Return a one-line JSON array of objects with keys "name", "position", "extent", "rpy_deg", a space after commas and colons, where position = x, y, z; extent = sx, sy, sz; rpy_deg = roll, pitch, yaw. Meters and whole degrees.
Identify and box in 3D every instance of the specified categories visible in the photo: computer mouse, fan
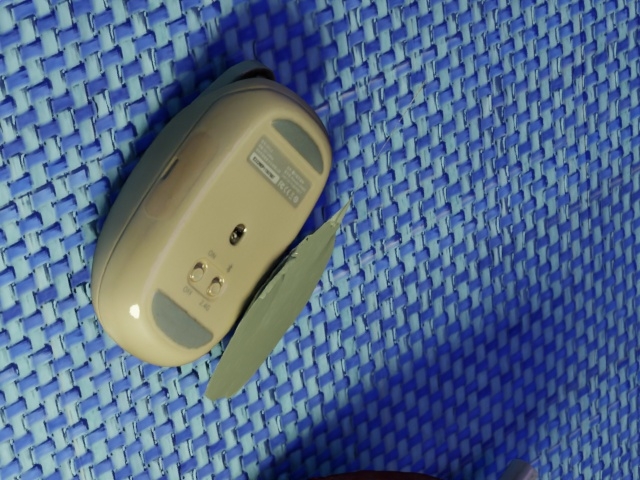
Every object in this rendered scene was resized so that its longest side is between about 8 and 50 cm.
[{"name": "computer mouse", "position": [-0.086, -0.018, 1.403], "extent": [0.236, 0.082, 0.145], "rpy_deg": [-58, 138, -9]}, {"name": "fan", "position": [-0.001, -0.001, 1.474], "extent": [0.310, 0.010, 0.182], "rpy_deg": [-57, 169, 6]}]

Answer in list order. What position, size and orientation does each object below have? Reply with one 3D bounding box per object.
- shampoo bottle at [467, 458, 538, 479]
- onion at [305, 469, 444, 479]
[{"name": "shampoo bottle", "position": [0.107, 0.332, 1.759], "extent": [0.303, 0.092, 0.092], "rpy_deg": [-51, 136, -15]}, {"name": "onion", "position": [0.050, 0.373, 1.561], "extent": [0.347, 0.347, 0.285], "rpy_deg": [-48, 151, -17]}]
